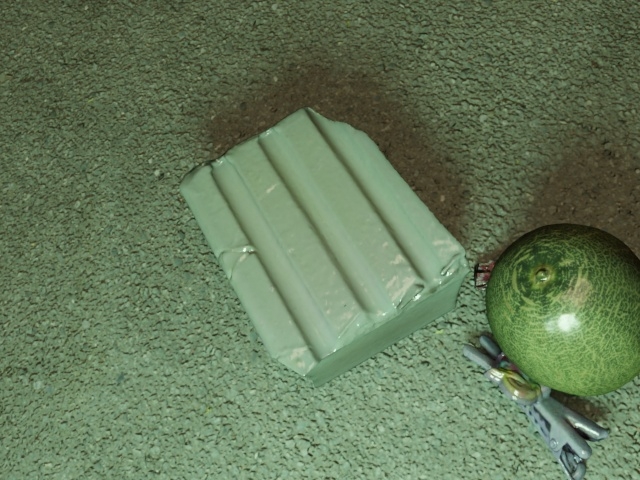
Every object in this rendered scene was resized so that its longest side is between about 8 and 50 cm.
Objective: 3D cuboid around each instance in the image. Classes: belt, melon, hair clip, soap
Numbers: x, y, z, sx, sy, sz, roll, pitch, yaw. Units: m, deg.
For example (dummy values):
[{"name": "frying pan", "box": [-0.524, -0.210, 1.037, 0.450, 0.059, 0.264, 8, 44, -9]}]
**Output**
[{"name": "belt", "box": [0.387, 0.059, 1.282, 0.232, 0.071, 0.053, -1, 76, 10]}, {"name": "melon", "box": [0.386, 0.109, 1.114, 0.248, 0.329, 0.249, -16, 57, 25]}, {"name": "hair clip", "box": [0.359, 0.257, 1.202, 0.137, 0.090, 0.278, -22, 65, -37]}, {"name": "soap", "box": [0.000, 0.000, 1.298, 0.350, 0.213, 0.435, -34, 67, -2]}]
